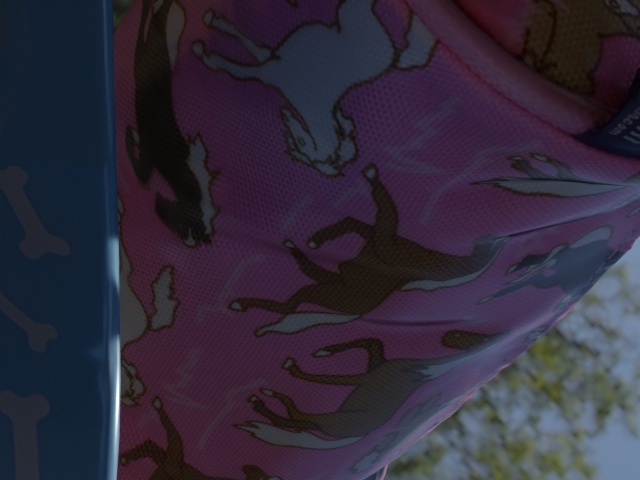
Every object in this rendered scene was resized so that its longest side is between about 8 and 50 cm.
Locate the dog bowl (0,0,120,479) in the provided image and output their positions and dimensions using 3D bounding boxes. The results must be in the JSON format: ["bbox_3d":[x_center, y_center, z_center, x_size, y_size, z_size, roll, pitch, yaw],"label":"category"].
[{"bbox_3d":[-0.093,0.008,0.405,0.297,0.074,0.166,-98,-156,-43],"label":"dog bowl"}]

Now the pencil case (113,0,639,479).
[{"bbox_3d":[0.000,0.000,0.637,0.160,0.167,0.386,-22,163,-36],"label":"pencil case"}]
